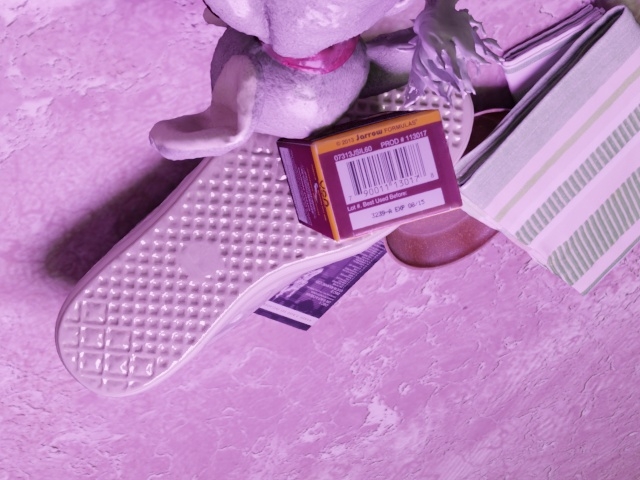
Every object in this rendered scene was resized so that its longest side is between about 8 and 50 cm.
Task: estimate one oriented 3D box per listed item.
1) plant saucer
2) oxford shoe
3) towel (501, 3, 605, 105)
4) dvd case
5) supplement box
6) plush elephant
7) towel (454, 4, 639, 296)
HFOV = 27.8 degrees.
[{"bbox_3d":[0.137,-0.058,1.317,0.198,0.036,0.198,-23,139,-22],"label":"plant saucer"},{"bbox_3d":[-0.057,-0.022,1.215,0.449,0.169,0.130,-38,-177,2],"label":"oxford shoe"},{"bbox_3d":[0.246,-0.161,1.302,0.113,0.023,0.152,-28,143,4],"label":"towel"},{"bbox_3d":[0.000,0.000,1.341,0.164,0.018,0.221,23,119,-44],"label":"dvd case"},{"bbox_3d":[0.035,-0.056,1.059,0.104,0.188,0.081,-15,97,-8],"label":"supplement box"},{"bbox_3d":[-0.015,-0.190,0.956,0.272,0.330,0.255,-13,162,-34],"label":"plush elephant"},{"bbox_3d":[0.288,-0.080,1.359,0.248,0.038,0.325,-46,140,10],"label":"towel"}]
